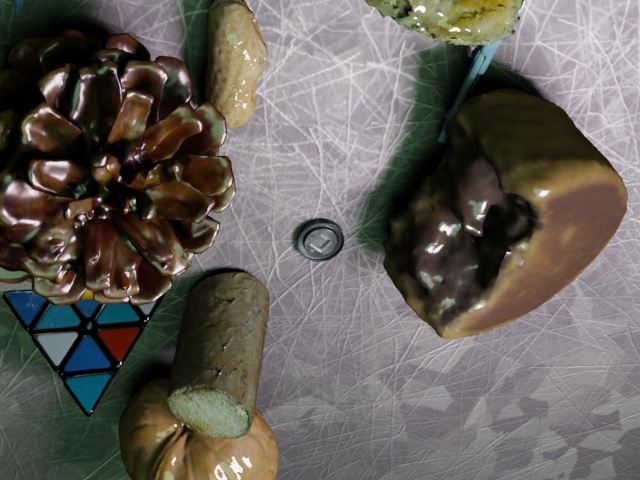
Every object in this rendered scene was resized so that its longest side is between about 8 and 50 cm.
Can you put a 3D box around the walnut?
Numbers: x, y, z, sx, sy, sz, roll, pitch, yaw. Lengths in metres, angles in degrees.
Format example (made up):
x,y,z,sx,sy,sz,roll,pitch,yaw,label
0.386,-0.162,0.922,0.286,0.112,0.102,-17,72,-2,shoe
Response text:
x,y,z,sx,sy,sz,roll,pitch,yaw,label
-0.221,0.389,1.797,0.296,0.285,0.285,10,128,16,walnut

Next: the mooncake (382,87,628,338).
x,y,z,sx,sy,sz,roll,pitch,yaw,label
0.271,-0.035,1.571,0.394,0.246,0.393,-36,144,11,mooncake

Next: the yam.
x,y,z,sx,sy,sz,roll,pitch,yaw,label
-0.172,0.195,1.685,0.161,0.268,0.161,2,137,2,yam

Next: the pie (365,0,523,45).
x,y,z,sx,sy,sz,roll,pitch,yaw,label
0.126,-0.464,1.245,0.418,0.180,0.395,29,77,-25,pie

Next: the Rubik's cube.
x,y,z,sx,sy,sz,roll,pitch,yaw,label
-0.392,0.239,1.733,0.284,0.250,0.234,-7,146,-11,Rubik's cube

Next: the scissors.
x,y,z,sx,sy,sz,roll,pitch,yaw,label
0.251,-0.295,1.486,0.032,0.180,0.393,23,136,0,scissors

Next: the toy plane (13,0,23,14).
x,y,z,sx,sy,sz,roll,pitch,yaw,label
-0.393,-0.420,1.303,0.169,0.078,0.246,4,131,-13,toy plane

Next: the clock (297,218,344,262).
x,y,z,sx,sy,sz,roll,pitch,yaw,label
0.000,0.000,1.714,0.085,0.017,0.085,-5,126,-7,clock

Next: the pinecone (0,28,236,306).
x,y,z,sx,sy,sz,roll,pitch,yaw,label
-0.296,-0.095,1.342,0.398,0.397,0.397,-5,126,-7,pinecone

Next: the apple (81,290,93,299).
x,y,z,sx,sy,sz,roll,pitch,yaw,label
-0.378,0.012,1.566,0.182,0.155,0.182,-6,125,-9,apple

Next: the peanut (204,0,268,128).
x,y,z,sx,sy,sz,roll,pitch,yaw,label
-0.131,-0.258,1.457,0.099,0.099,0.214,5,124,-14,peanut
